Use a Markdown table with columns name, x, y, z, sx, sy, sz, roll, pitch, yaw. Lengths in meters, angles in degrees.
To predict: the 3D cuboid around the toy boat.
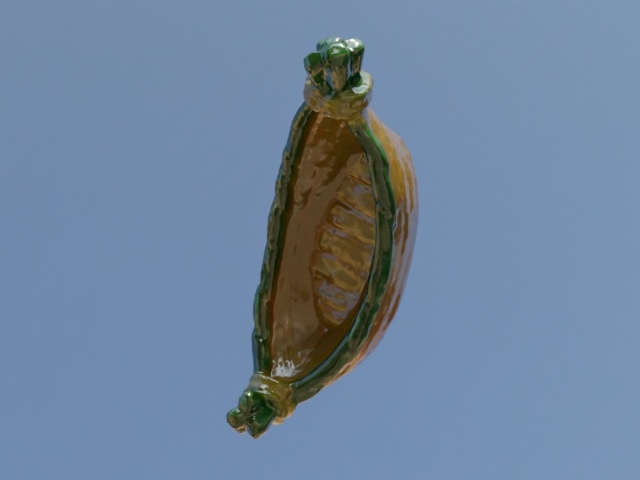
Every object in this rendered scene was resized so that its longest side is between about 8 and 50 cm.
| name | x | y | z | sx | sy | sz | roll | pitch | yaw |
| --- | --- | --- | --- | --- | --- | --- | --- | --- | --- |
| toy boat | 0.000 | 0.000 | 0.762 | 0.088 | 0.089 | 0.229 | -8 | -63 | -51 |
